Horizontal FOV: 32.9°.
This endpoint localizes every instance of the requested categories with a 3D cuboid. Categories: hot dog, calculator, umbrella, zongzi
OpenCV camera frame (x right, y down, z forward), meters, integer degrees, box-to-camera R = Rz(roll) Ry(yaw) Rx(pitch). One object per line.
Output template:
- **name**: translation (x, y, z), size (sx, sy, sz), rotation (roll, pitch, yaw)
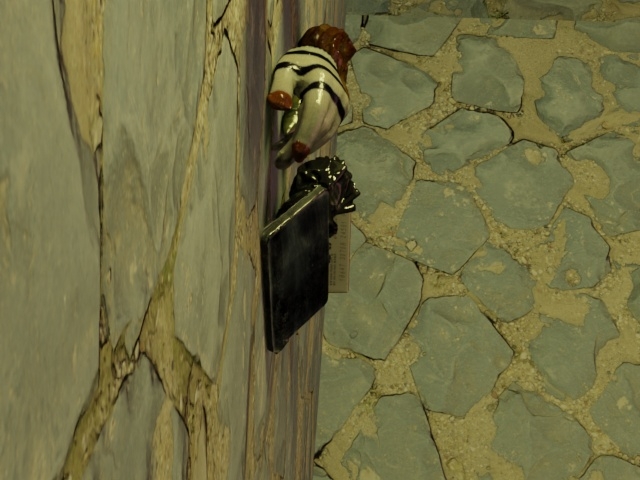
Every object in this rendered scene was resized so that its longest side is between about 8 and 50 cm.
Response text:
- **hot dog**: translation (0.015, -0.341, 2.245), size (0.259, 0.114, 0.175), rotation (68, 25, -81)
- **calculator**: translation (-0.037, 0.050, 1.744), size (0.161, 0.021, 0.262), rotation (-41, 145, -38)
- **umbrella**: translation (-0.007, -0.059, 1.889), size (0.336, 0.128, 0.154), rotation (-59, 174, -75)
- **zongzi**: translation (-0.047, -0.190, 1.899), size (0.104, 0.052, 0.113), rotation (98, 10, -57)

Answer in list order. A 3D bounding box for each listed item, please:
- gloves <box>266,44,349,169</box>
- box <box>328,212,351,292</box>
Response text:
- **gloves**: translation (-0.017, -0.205, 1.700), size (0.140, 0.131, 0.219), rotation (85, -2, -46)
- **box**: translation (0.000, 0.000, 2.167), size (0.050, 0.123, 0.229), rotation (-93, -176, -74)
